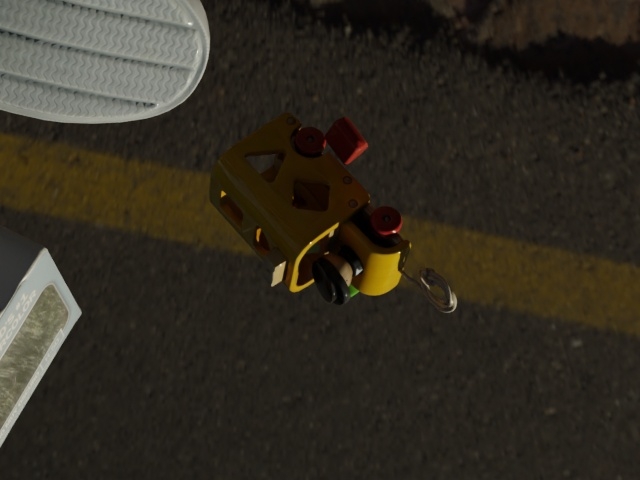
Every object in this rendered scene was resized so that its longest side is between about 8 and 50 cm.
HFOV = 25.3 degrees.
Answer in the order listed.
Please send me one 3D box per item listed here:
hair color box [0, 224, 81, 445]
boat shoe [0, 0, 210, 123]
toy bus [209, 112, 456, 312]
[{"bbox_3d":[-0.344,0.021,0.784,0.374,0.185,0.113,25,161,11],"label":"hair color box"},{"bbox_3d":[-0.192,-0.147,0.657,0.302,0.094,0.109,21,119,-16],"label":"boat shoe"},{"bbox_3d":[-0.008,-0.006,1.222,0.104,0.202,0.191,-34,114,-23],"label":"toy bus"}]
